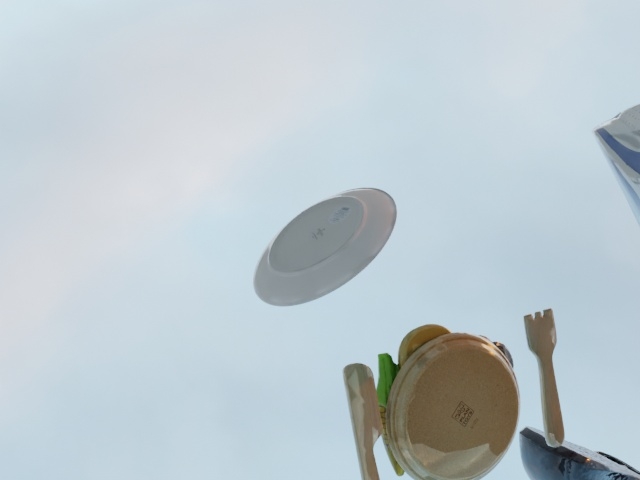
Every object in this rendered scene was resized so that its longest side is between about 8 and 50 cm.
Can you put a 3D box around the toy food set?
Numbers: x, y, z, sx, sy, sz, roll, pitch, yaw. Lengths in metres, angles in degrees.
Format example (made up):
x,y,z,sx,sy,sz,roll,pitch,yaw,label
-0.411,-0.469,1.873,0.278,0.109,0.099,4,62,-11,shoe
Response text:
x,y,z,sx,sy,sz,roll,pitch,yaw,label
0.100,0.127,1.149,0.192,0.132,0.038,-13,-170,-27,toy food set

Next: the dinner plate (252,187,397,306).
x,y,z,sx,sy,sz,roll,pitch,yaw,label
0.000,0.000,1.244,0.141,0.017,0.141,-25,-149,16,dinner plate

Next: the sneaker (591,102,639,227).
x,y,z,sx,sy,sz,roll,pitch,yaw,label
0.305,-0.058,0.992,0.182,0.127,0.315,-27,-176,1,sneaker

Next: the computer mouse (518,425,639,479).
x,y,z,sx,sy,sz,roll,pitch,yaw,label
0.311,0.267,1.532,0.184,0.262,0.060,26,-89,35,computer mouse
